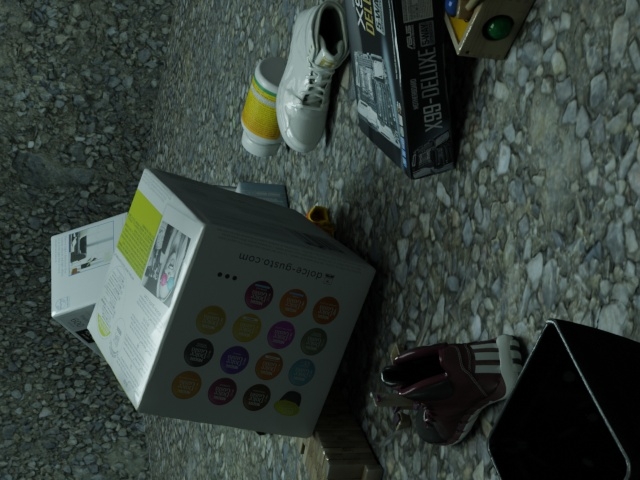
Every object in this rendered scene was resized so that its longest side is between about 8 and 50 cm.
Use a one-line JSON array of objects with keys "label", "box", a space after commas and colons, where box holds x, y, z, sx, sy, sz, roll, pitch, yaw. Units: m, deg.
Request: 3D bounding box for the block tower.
[{"label": "block tower", "box": [0.010, 0.348, 1.974, 0.335, 0.097, 0.091, -125, 41, -60]}]

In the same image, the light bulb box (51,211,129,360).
[{"label": "light bulb box", "box": [-0.385, 0.109, 2.572, 0.358, 0.360, 0.225, 55, -159, -56]}]

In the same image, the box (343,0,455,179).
[{"label": "box", "box": [0.113, -0.278, 1.663, 0.242, 0.076, 0.308, -126, 24, -60]}]

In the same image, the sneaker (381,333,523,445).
[{"label": "sneaker", "box": [0.145, 0.199, 1.491, 0.281, 0.162, 0.107, 121, 147, -53]}]

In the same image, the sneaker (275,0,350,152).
[{"label": "sneaker", "box": [-0.013, -0.322, 2.140, 0.169, 0.108, 0.293, -176, 91, -74]}]

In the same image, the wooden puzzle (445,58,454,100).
[{"label": "wooden puzzle", "box": [0.190, -0.237, 1.677, 0.049, 0.006, 0.083, -176, 89, -71]}]

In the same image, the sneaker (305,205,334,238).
[{"label": "sneaker", "box": [0.000, 0.000, 2.118, 0.067, 0.064, 0.175, -59, 34, 35]}]

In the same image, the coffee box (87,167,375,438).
[{"label": "coffee box", "box": [-0.167, 0.109, 1.927, 0.338, 0.337, 0.335, 37, 109, 58]}]

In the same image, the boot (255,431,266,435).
[{"label": "boot", "box": [-0.165, 0.332, 2.525, 0.208, 0.076, 0.190, -150, 51, -77]}]

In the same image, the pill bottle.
[{"label": "pill bottle", "box": [-0.107, -0.286, 2.395, 0.208, 0.117, 0.118, 112, 154, -44]}]

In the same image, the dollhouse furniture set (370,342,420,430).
[{"label": "dollhouse furniture set", "box": [0.102, 0.228, 1.740, 0.114, 0.081, 0.091, -105, 26, -44]}]

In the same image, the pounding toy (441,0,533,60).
[{"label": "pounding toy", "box": [0.215, -0.320, 1.471, 0.130, 0.100, 0.141, 113, 154, -46]}]

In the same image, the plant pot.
[{"label": "plant pot", "box": [0.291, 0.204, 1.053, 0.187, 0.166, 0.188, -109, 28, -48]}]

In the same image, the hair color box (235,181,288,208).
[{"label": "hair color box", "box": [-0.129, 0.074, 2.405, 0.185, 0.113, 0.375, 115, 153, -48]}]

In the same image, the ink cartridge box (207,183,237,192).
[{"label": "ink cartridge box", "box": [-0.289, -0.060, 2.733, 0.092, 0.219, 0.160, -160, 74, -71]}]
